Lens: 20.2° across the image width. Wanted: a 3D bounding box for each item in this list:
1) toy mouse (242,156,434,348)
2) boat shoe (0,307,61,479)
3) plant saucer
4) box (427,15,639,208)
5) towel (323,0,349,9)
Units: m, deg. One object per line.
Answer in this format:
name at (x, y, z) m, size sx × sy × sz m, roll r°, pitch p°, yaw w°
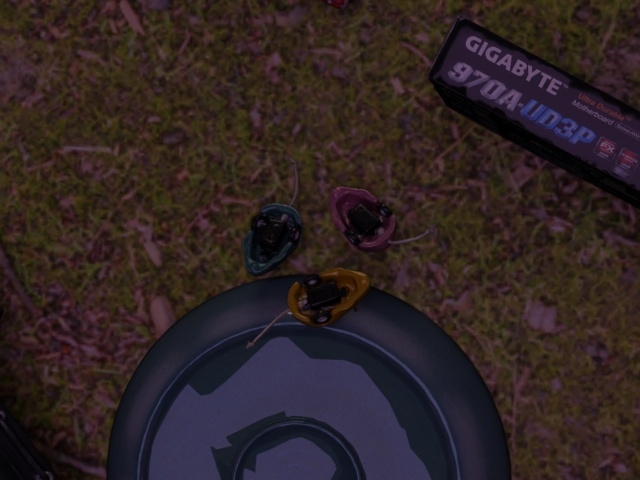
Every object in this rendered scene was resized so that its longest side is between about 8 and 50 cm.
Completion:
toy mouse at (0.000, 0.000, 1.355) m, size 0.161 × 0.031 × 0.143 m, roll -22°, pitch 58°, yaw 0°
boat shoe at (-0.286, 0.094, 1.378) m, size 0.113 × 0.127 × 0.340 m, roll -25°, pitch 77°, yaw -20°
plant saucer at (-0.015, 0.185, 1.363) m, size 0.317 × 0.043 × 0.318 m, roll 0°, pitch 91°, yaw 10°
box at (0.186, -0.074, 1.257) m, size 0.220 × 0.175 × 0.051 m, roll 29°, pitch 92°, yaw 9°
towel at (-0.051, -0.323, 1.371) m, size 0.274 × 0.031 × 0.199 m, roll 30°, pitch 93°, yaw 6°
